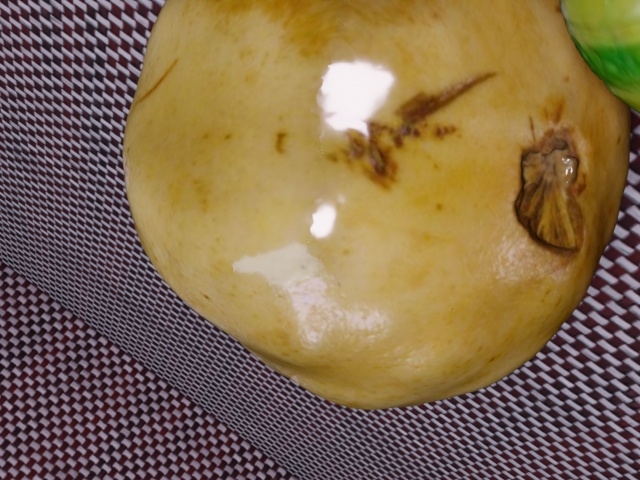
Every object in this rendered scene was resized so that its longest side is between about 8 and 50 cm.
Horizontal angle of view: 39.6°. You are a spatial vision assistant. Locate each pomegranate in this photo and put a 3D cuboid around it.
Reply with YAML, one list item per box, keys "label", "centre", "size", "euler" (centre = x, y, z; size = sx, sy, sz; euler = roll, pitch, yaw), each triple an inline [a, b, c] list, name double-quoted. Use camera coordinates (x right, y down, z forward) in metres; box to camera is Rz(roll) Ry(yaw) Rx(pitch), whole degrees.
- label: "pomegranate"
  centre: [0.033, -0.056, 0.599]
  size: [0.333, 0.332, 0.332]
  euler: [28, 151, 17]

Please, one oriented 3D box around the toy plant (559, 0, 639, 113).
- label: "toy plant"
  centre: [0.146, -0.219, 0.385]
  size: [0.315, 0.184, 0.224]
  euler: [56, 159, -19]
